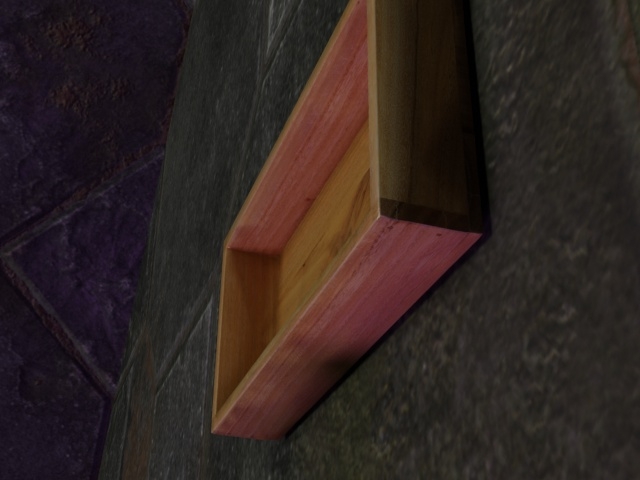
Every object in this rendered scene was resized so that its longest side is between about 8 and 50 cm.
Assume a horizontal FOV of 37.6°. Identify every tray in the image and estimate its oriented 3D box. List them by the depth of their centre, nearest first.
[{"bbox_3d":[0.000,0.000,0.751,0.411,0.076,0.203,126,150,-55],"label":"tray"}]
